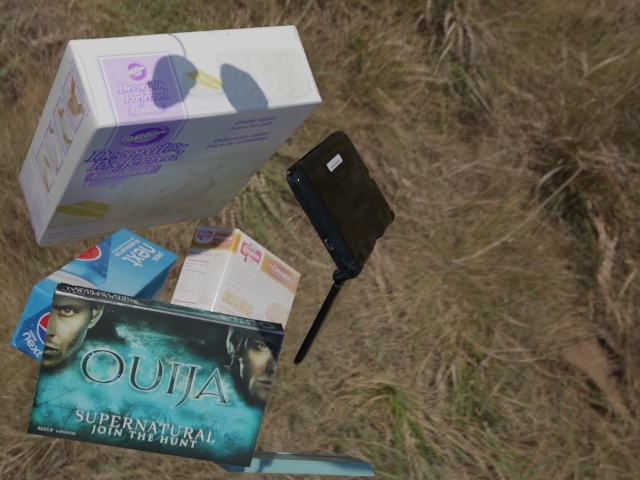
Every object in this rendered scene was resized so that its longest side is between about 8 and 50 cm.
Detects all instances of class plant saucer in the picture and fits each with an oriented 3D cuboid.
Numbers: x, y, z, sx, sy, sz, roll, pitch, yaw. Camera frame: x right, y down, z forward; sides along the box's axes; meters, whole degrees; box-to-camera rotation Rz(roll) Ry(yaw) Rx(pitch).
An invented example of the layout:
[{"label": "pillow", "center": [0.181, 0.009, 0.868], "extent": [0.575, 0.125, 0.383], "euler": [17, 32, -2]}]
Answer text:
[{"label": "plant saucer", "center": [-0.031, 0.268, 1.078], "extent": [0.192, 0.067, 0.018], "euler": [10, 84, -25]}]

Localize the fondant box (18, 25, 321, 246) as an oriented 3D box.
[{"label": "fondant box", "center": [-0.180, -0.106, 0.985], "extent": [0.238, 0.330, 0.096], "euler": [-12, 75, -30]}]

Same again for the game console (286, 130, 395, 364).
[{"label": "game console", "center": [0.000, 0.000, 0.571], "extent": [0.071, 0.122, 0.107], "euler": [-28, 99, 21]}]

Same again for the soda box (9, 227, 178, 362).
[{"label": "soda box", "center": [-0.214, 0.055, 0.875], "extent": [0.071, 0.210, 0.067], "euler": [28, 107, 1]}]

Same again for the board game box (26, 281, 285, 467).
[{"label": "board game box", "center": [-0.134, 0.112, 0.731], "extent": [0.186, 0.026, 0.126], "euler": [11, 104, -13]}]

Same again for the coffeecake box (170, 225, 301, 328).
[{"label": "coffeecake box", "center": [-0.108, 0.096, 1.040], "extent": [0.142, 0.068, 0.185], "euler": [39, 62, -51]}]
